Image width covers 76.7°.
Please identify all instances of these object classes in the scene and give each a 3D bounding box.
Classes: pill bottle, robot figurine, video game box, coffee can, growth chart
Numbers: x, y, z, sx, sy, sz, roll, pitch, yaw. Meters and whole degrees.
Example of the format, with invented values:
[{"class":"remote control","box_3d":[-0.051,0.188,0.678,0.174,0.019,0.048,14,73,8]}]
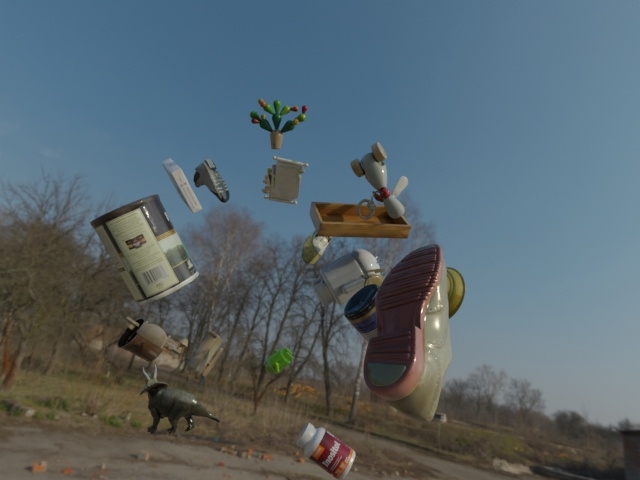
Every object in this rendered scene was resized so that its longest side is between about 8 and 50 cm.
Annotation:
[{"class":"pill bottle","box_3d":[0.012,0.575,1.112,0.152,0.086,0.086,33,-20,6]},{"class":"robot figurine","box_3d":[0.137,0.172,1.941,0.199,0.354,0.300,61,-3,-20]},{"class":"pill bottle","box_3d":[0.172,0.232,1.076,0.219,0.123,0.123,49,-32,-12]},{"class":"video game box","box_3d":[-0.568,-0.226,1.654,0.205,0.048,0.187,36,-31,52]},{"class":"coffee can","box_3d":[-0.519,0.027,1.213,0.202,0.201,0.275,-12,-74,46]},{"class":"robot figurine","box_3d":[-0.161,0.461,1.542,0.067,0.115,0.101,50,5,-22]},{"class":"growth chart","box_3d":[-0.157,-0.247,1.700,0.172,0.021,0.237,18,-47,0]}]

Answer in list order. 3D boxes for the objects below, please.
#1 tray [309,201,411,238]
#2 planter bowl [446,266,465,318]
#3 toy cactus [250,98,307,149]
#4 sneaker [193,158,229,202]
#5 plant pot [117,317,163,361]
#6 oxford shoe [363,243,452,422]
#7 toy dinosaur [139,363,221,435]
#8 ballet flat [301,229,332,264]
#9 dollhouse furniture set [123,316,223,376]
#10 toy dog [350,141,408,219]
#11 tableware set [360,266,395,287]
[{"class":"tray","box_3d":[0.173,-0.089,1.813,0.411,0.202,0.076,2,-60,-15]},{"class":"planter bowl","box_3d":[0.392,0.178,1.431,0.090,0.217,0.217,28,-26,-26]},{"class":"toy cactus","box_3d":[-0.161,-0.433,1.511,0.219,0.180,0.112,4,9,1]},{"class":"sneaker","box_3d":[-0.537,-0.267,1.957,0.132,0.228,0.086,-27,-3,23]},{"class":"plant pot","box_3d":[-0.853,0.490,1.956,0.167,0.167,0.165,-9,-49,43]},{"class":"oxford shoe","box_3d":[0.198,0.169,0.828,0.141,0.397,0.146,-20,-61,41]},{"class":"toy dinosaur","box_3d":[-0.485,0.550,1.338,0.314,0.160,0.121,15,15,15]},{"class":"ballet flat","box_3d":[0.000,0.000,2.129,0.123,0.348,0.123,8,-60,14]},{"class":"dollhouse furniture set","box_3d":[-0.639,0.429,1.826,0.356,0.173,0.303,28,-24,12]},{"class":"toy dog","box_3d":[0.267,-0.259,1.783,0.220,0.333,0.161,-6,6,28]},{"class":"tableware set","box_3d":[0.243,0.159,1.541,0.194,0.128,0.039,-5,15,-26]}]
